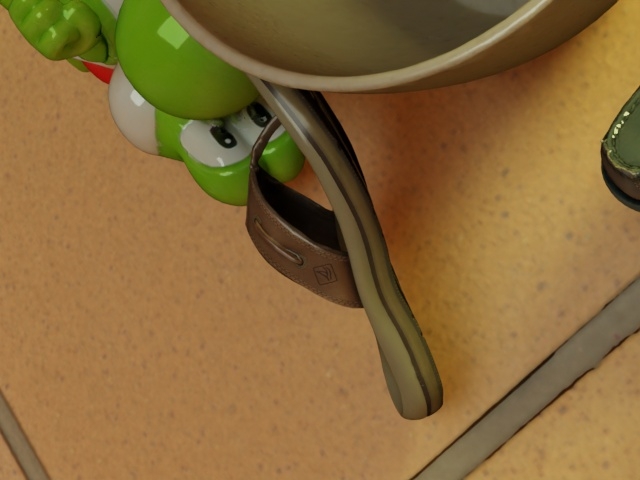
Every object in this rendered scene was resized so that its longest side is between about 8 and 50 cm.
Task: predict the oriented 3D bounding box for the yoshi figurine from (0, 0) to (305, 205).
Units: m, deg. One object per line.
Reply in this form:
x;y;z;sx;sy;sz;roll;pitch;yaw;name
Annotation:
-0.137;-0.187;0.834;0.362;0.203;0.203;46;104;22;yoshi figurine

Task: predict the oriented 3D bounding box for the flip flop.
0.000;0.000;0.732;0.080;0.112;0.277;-21;112;4;flip flop

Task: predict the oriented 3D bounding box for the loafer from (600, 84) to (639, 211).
0.254;-0.120;0.601;0.267;0.084;0.096;-35;53;2;loafer

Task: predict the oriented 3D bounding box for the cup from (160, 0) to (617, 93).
0.080;-0.234;0.672;0.331;0.237;0.331;-1;87;31;cup
